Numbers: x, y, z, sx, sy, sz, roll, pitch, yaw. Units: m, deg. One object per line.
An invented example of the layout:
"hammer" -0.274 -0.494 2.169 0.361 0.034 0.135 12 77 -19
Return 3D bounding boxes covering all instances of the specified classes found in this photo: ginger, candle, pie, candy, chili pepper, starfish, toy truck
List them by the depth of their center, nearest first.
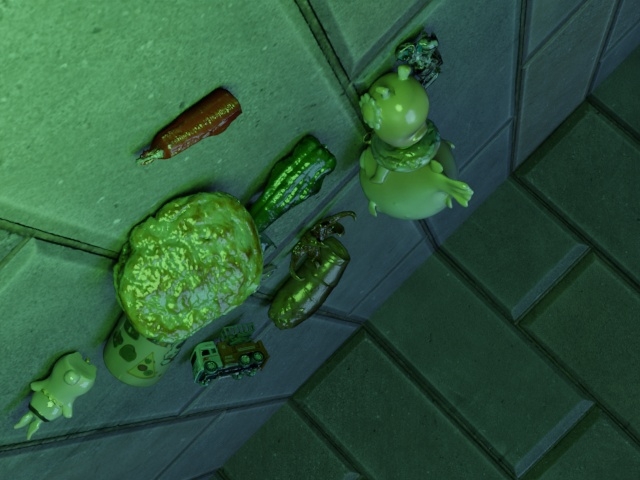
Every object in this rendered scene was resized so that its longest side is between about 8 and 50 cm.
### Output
"candle" -0.169 -0.138 1.099 0.162 0.048 0.053 -38 135 -21
"pie" -0.201 0.030 1.297 0.248 0.201 0.090 -32 -158 -23
"chili pepper" -0.073 -0.075 1.499 0.253 0.083 0.099 -45 176 14
"candy" 0.187 -0.330 1.580 0.094 0.051 0.226 -37 166 11
"starfish" 0.002 0.000 1.932 0.190 0.074 0.146 -51 166 23
"toy truck" -0.222 0.266 2.000 0.178 0.115 0.080 -8 148 -30
"ginger" -0.027 0.113 2.125 0.263 0.116 0.109 -52 -154 8

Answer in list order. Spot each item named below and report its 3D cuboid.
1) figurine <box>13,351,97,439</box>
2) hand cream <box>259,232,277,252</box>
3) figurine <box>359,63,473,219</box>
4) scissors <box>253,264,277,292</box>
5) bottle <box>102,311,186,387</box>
"figurine" -0.433 0.261 1.418 0.146 0.081 0.098 -48 166 13
"hand cream" -0.187 0.082 1.671 0.248 0.052 0.075 -45 167 0
"figurine" 0.182 -0.178 1.627 0.226 0.274 0.394 -45 149 -14
"scissors" -0.147 0.077 1.853 0.100 0.015 0.189 -42 165 -1
"bottle" -0.269 0.131 1.436 0.120 0.120 0.253 -26 158 -53
